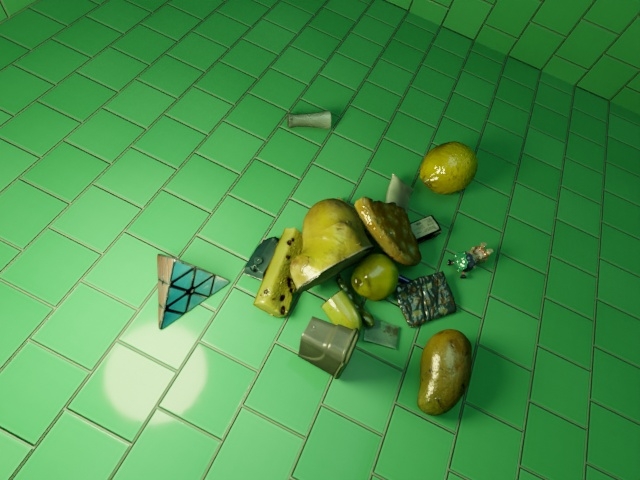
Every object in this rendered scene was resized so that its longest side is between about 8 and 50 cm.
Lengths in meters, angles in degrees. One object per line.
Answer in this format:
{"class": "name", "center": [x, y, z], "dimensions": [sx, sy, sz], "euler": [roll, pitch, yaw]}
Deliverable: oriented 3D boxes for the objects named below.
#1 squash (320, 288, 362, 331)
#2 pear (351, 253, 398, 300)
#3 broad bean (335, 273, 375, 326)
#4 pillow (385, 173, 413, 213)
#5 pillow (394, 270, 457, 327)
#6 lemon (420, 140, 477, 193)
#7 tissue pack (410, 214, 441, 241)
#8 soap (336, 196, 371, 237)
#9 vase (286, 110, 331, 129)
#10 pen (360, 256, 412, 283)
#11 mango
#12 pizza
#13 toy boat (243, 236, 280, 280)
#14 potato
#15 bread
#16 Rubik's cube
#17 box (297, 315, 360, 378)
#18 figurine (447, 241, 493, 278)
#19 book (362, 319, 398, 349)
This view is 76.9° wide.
{"class": "squash", "center": [0.095, 0.292, 1.568], "dimensions": [0.123, 0.123, 0.186], "euler": [-27, 69, -24]}
{"class": "pear", "center": [0.227, 0.150, 1.640], "dimensions": [0.199, 0.198, 0.197], "euler": [5, 60, -9]}
{"class": "broad bean", "center": [0.138, 0.247, 1.636], "dimensions": [0.052, 0.052, 0.256], "euler": [-19, 63, -34]}
{"class": "pillow", "center": [0.377, -0.190, 1.928], "dimensions": [0.144, 0.078, 0.253], "euler": [27, 57, -16]}
{"class": "pillow", "center": [0.446, 0.246, 1.703], "dimensions": [0.256, 0.034, 0.188], "euler": [-14, 78, -17]}
{"class": "lemon", "center": [0.625, -0.353, 1.974], "dimensions": [0.311, 0.253, 0.253], "euler": [-31, 71, -25]}
{"class": "tissue pack", "center": [0.460, -0.043, 1.854], "dimensions": [0.171, 0.090, 0.103], "euler": [-21, 67, -20]}
{"class": "soap", "center": [0.143, -0.102, 1.817], "dimensions": [0.252, 0.037, 0.092], "euler": [38, 57, 25]}
{"class": "vase", "center": [-0.061, -0.618, 2.070], "dimensions": [0.220, 0.096, 0.095], "euler": [-4, 62, -11]}
{"class": "pen", "center": [0.271, 0.125, 1.751], "dimensions": [0.269, 0.033, 0.033], "euler": [27, 59, 4]}
{"class": "mango", "center": [0.470, 0.492, 1.515], "dimensions": [0.177, 0.175, 0.329], "euler": [-7, 50, 36]}
{"class": "pizza", "center": [0.291, -0.048, 1.700], "dimensions": [0.409, 0.114, 0.277], "euler": [42, 39, -27]}
{"class": "toy boat", "center": [-0.227, 0.068, 1.652], "dimensions": [0.093, 0.103, 0.246], "euler": [18, 46, 9]}
{"class": "potato", "center": [0.000, 0.000, 1.597], "dimensions": [0.398, 0.290, 0.295], "euler": [-24, 76, -26]}
{"class": "bread", "center": [-0.140, 0.125, 1.603], "dimensions": [0.138, 0.077, 0.360], "euler": [45, 51, -35]}
{"class": "Rubik's cube", "center": [-0.520, 0.152, 1.501], "dimensions": [0.229, 0.228, 0.233], "euler": [-21, 18, 17]}
{"class": "box", "center": [0.022, 0.377, 1.424], "dimensions": [0.179, 0.274, 0.138], "euler": [23, 57, 9]}
{"class": "figurine", "center": [0.682, 0.089, 1.823], "dimensions": [0.195, 0.102, 0.111], "euler": [-17, 53, -24]}
{"class": "book", "center": [0.243, 0.369, 1.615], "dimensions": [0.135, 0.017, 0.102], "euler": [16, 59, -2]}
